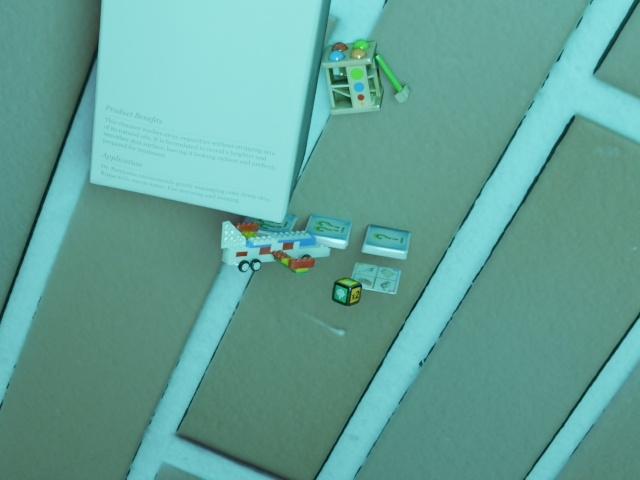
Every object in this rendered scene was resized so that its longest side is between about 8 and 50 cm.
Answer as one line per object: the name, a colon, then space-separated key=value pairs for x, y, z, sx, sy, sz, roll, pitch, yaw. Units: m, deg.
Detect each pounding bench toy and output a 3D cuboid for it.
pounding bench toy: x=0.049 y=-0.174 z=1.367 sx=0.083 sy=0.052 sz=0.065 roll=-4 pitch=119 yaw=11

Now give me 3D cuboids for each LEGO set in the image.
LEGO set: x=0.000 y=0.000 z=1.374 sx=0.182 sy=0.244 sz=0.060 roll=10 pitch=109 yaw=5

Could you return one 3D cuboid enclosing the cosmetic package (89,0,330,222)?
cosmetic package: x=-0.098 y=-0.230 z=1.301 sx=0.217 sy=0.156 sz=0.385 roll=13 pitch=121 yaw=1
